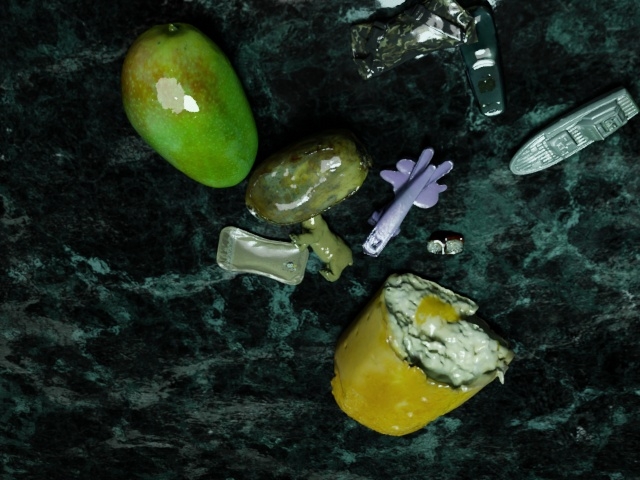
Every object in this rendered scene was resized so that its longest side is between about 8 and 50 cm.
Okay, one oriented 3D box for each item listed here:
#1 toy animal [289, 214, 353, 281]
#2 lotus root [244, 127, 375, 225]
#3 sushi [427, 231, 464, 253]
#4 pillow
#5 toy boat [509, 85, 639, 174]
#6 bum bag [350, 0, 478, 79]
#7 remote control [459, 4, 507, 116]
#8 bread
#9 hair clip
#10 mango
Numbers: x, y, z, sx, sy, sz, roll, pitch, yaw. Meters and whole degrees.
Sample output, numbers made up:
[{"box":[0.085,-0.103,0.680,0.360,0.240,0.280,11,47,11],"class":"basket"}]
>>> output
[{"box":[0.000,0.000,1.628,0.101,0.103,0.219,-44,113,-4],"class":"toy animal"},{"box":[-0.030,-0.133,1.480,0.274,0.152,0.160,-26,117,17],"class":"lotus root"},{"box":[0.283,0.003,1.613,0.083,0.044,0.046,2,107,6],"class":"sushi"},{"box":[-0.140,0.039,1.709,0.217,0.033,0.130,14,124,-2],"class":"pillow"},{"box":[0.481,-0.201,1.379,0.260,0.085,0.078,-31,118,29],"class":"toy boat"},{"box":[0.160,-0.375,1.307,0.248,0.069,0.102,-13,101,26],"class":"bum bag"},{"box":[0.304,-0.329,1.335,0.072,0.042,0.222,-10,126,19],"class":"remote control"},{"box":[0.218,0.319,1.730,0.361,0.250,0.394,27,129,-11],"class":"bread"},{"box":[0.173,-0.092,1.528,0.137,0.090,0.278,35,119,-1],"class":"hair clip"},{"box":[-0.250,-0.246,1.404,0.225,0.201,0.382,-23,135,0],"class":"mango"}]
